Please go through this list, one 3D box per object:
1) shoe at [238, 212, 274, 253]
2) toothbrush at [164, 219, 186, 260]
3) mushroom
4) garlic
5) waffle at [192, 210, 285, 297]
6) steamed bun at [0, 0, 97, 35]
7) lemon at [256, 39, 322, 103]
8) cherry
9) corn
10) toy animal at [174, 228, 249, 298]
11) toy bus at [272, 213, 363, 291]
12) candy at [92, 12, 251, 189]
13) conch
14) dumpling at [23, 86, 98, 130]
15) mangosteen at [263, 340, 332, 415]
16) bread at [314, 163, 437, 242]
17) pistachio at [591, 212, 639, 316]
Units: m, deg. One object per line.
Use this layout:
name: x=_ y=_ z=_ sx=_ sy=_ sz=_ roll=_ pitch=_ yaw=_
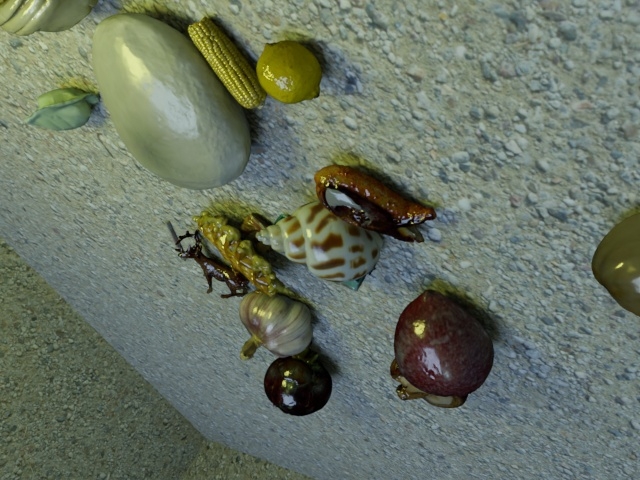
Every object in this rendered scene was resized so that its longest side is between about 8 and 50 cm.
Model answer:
shoe: x=-0.161 y=-0.018 z=1.708 sx=0.069 sy=0.072 sz=0.109 roll=-38 pitch=116 yaw=17
toothbrush: x=-0.457 y=0.004 z=2.060 sx=0.017 sy=0.014 sz=0.194 roll=20 pitch=147 yaw=22
mushroom: x=0.304 y=0.367 z=1.771 sx=0.194 sy=0.138 sz=0.231 roll=-14 pitch=137 yaw=35
garlic: x=-0.161 y=0.276 z=1.948 sx=0.245 sy=0.253 sz=0.245 roll=22 pitch=138 yaw=21
waffle: x=-0.220 y=0.042 z=1.775 sx=0.325 sy=0.068 sz=0.302 roll=28 pitch=158 yaw=54
steamed bun: x=-0.619 y=-0.526 z=1.291 sx=0.276 sy=0.203 sz=0.289 roll=-8 pitch=131 yaw=47
lemon: x=-0.055 y=-0.302 z=1.177 sx=0.133 sy=0.109 sz=0.109 roll=43 pitch=148 yaw=-7
cherry: x=0.286 y=0.251 z=1.550 sx=0.230 sy=0.203 sz=0.300 roll=1 pitch=123 yaw=44
corn: x=-0.178 y=-0.343 z=1.274 sx=0.067 sy=0.067 sz=0.206 roll=-12 pitch=124 yaw=50
toy animal: x=-0.325 y=0.080 z=2.005 sx=0.243 sy=0.087 sz=0.260 roll=18 pitch=147 yaw=0
toy bus: x=-0.003 y=0.031 z=1.617 sx=0.262 sy=0.091 sz=0.109 roll=28 pitch=155 yaw=13
candy: x=-0.339 y=-0.285 z=1.402 sx=0.386 sy=0.186 sz=0.427 roll=16 pitch=141 yaw=34
conch: x=0.000 y=0.000 z=1.477 sx=0.275 sy=0.182 sz=0.149 roll=4 pitch=176 yaw=12
dumpling: x=-0.670 y=-0.345 z=1.662 sx=0.219 sy=0.108 sz=0.153 roll=-20 pitch=160 yaw=26
mangosteen: x=-0.061 y=0.443 z=2.158 sx=0.231 sy=0.231 sz=0.289 roll=24 pitch=109 yaw=15
bread: x=0.109 y=-0.079 z=1.367 sx=0.269 sy=0.095 sz=0.139 roll=19 pitch=151 yaw=-3
pistachio: x=0.586 y=0.040 z=1.034 sx=0.288 sy=0.197 sz=0.166 roll=-6 pitch=176 yaw=32
